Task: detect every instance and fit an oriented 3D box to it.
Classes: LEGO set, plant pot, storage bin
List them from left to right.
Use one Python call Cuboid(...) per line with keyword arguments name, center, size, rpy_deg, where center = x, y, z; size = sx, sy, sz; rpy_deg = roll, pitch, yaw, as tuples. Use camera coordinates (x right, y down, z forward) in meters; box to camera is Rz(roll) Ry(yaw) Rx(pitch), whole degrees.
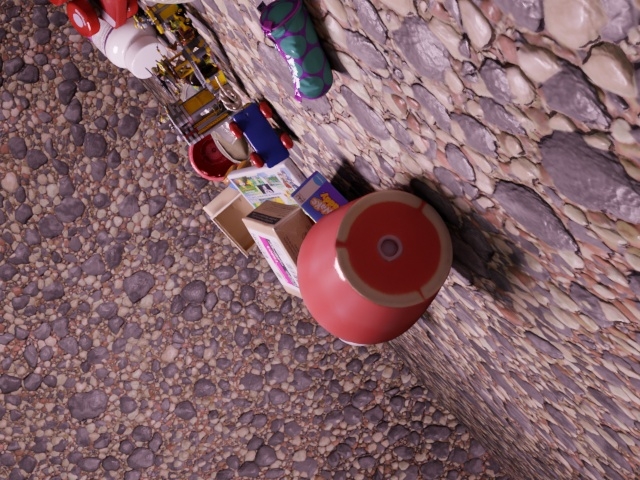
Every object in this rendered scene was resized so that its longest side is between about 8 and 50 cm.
Cuboid(name="LEGO set", center=(-0.341, -0.382, 1.461), size=(0.255, 0.192, 0.331), rpy_deg=(54, 176, 15))
Cuboid(name="plant pot", center=(-0.374, -0.312, 2.198), size=(0.191, 0.191, 0.174), rpy_deg=(49, 175, -18))
Cuboid(name="storage bin", center=(-0.265, -0.108, 2.387), size=(0.260, 0.262, 0.123), rpy_deg=(52, 172, -37))
Cuboid(name="plant pot", center=(0.100, 0.038, 1.096), size=(0.275, 0.275, 0.243), rpy_deg=(46, 166, 4))

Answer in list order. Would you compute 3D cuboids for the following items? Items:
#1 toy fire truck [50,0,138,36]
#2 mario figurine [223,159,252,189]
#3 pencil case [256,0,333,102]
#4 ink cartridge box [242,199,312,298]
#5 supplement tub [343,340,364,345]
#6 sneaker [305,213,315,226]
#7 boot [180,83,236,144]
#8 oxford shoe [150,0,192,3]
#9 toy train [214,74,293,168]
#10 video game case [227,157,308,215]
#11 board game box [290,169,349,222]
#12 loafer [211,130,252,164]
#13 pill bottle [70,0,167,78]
Cuboid(name="toy fire truck", center=(-0.613, -0.711, 1.629), size=(0.302, 0.169, 0.254), rpy_deg=(46, 149, 4))
Cuboid(name="mario figurine", center=(-0.165, -0.156, 2.101), size=(0.320, 0.170, 0.198), rpy_deg=(42, -171, -26))
Cuboid(name="pencil case", center=(-0.032, -0.266, 0.868), size=(0.064, 0.070, 0.152), rpy_deg=(42, 172, 35))
Cuboid(name="ink cartridge box", center=(-0.063, 0.029, 1.456), size=(0.193, 0.088, 0.235), rpy_deg=(14, 138, 60))
Cuboid(name="supplement tub", center=(0.069, 0.119, 1.756), size=(0.325, 0.235, 0.235), rpy_deg=(51, 172, -32))
Cuboid(name="sneaker", center=(0.000, 0.000, 1.522), size=(0.221, 0.087, 0.128), rpy_deg=(43, 168, 0))
Cuboid(name="boot", center=(-0.314, -0.391, 1.849), size=(0.208, 0.076, 0.189), rpy_deg=(41, 156, -4))
Cuboid(name="oxford shoe", center=(-0.281, -0.492, 0.923), size=(0.449, 0.169, 0.130), rpy_deg=(42, -135, -80))
Cuboid(name="toy train", center=(-0.167, -0.299, 1.467), size=(0.248, 0.105, 0.143), rpy_deg=(55, -172, -23))
Cuboid(name="video game case", center=(-0.103, -0.111, 1.882), size=(0.329, 0.036, 0.300), rpy_deg=(-1, 135, 53))
Cuboid(name="board game box", center=(0.057, -0.031, 1.413), size=(0.233, 0.078, 0.347), rpy_deg=(46, -178, 4))
Cuboid(name="loafer", center=(-0.306, -0.342, 1.996), size=(0.251, 0.094, 0.087), rpy_deg=(51, 176, -28))
Cuboid(name="pill bottle", center=(-0.601, -0.628, 1.865), size=(0.301, 0.169, 0.169), rpy_deg=(45, 173, 16))
